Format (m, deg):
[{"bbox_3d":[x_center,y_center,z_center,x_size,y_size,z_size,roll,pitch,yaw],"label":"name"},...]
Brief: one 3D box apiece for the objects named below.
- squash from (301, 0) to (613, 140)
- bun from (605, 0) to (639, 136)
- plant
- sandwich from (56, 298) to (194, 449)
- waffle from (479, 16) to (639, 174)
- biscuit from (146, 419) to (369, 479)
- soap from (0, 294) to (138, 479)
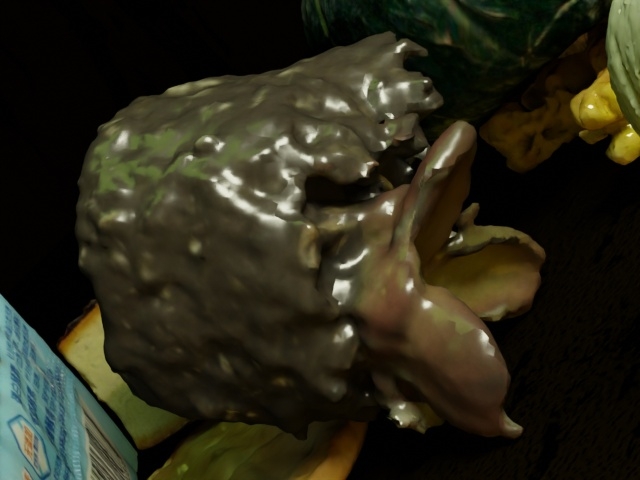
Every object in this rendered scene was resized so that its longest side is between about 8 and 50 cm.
[{"bbox_3d":[0.103,-0.174,0.976,0.252,0.165,0.252,-44,6,6],"label":"squash"},{"bbox_3d":[0.212,-0.067,0.583,0.212,0.126,0.204,-23,-7,43],"label":"bun"},{"bbox_3d":[0.000,0.000,0.832,0.234,0.178,0.204,-3,22,20],"label":"plant"},{"bbox_3d":[-0.045,0.023,1.095,0.220,0.108,0.186,-41,-3,15],"label":"sandwich"},{"bbox_3d":[0.228,-0.128,0.973,0.260,0.069,0.293,-39,7,-2],"label":"waffle"},{"bbox_3d":[-0.042,0.130,0.932,0.203,0.041,0.260,-38,11,-12],"label":"biscuit"},{"bbox_3d":[-0.145,0.136,0.792,0.077,0.156,0.293,-31,26,5],"label":"soap"}]
